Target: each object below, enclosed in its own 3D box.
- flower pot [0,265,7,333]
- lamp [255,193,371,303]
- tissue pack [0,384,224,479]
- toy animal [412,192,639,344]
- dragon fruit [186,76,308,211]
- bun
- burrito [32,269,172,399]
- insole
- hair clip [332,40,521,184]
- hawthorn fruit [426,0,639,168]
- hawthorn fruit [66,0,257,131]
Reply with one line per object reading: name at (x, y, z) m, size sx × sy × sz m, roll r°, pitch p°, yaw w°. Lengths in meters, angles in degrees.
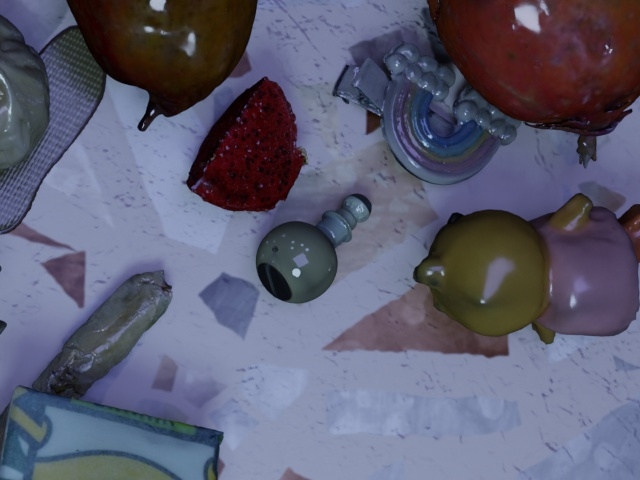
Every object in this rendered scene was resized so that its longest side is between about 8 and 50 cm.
flower pot at (-0.463, 0.002, 1.226) m, size 0.254 × 0.164 × 0.367 m, roll -36°, pitch 98°, yaw 20°
lamp at (0.000, 0.000, 1.442) m, size 0.091 × 0.091 × 0.163 m, roll 51°, pitch 57°, yaw -5°
tissue pack at (-0.225, 0.321, 1.254) m, size 0.228 × 0.128 × 0.311 m, roll 16°, pitch 57°, yaw -21°
toy animal at (0.236, 0.038, 1.459) m, size 0.281 × 0.169 × 0.195 m, roll 5°, pitch 117°, yaw -13°
dragon fruit at (-0.081, -0.087, 1.429) m, size 0.106 × 0.083 × 0.162 m, roll 38°, pitch 66°, yaw -22°
bun at (-0.349, -0.158, 1.314) m, size 0.183 × 0.102 × 0.183 m, roll 2°, pitch 88°, yaw -42°
burrito at (-0.228, 0.104, 1.379) m, size 0.058 × 0.045 × 0.188 m, roll 47°, pitch 72°, yaw -14°
insole at (-0.305, -0.120, 1.402) m, size 0.086 × 0.005 × 0.253 m, roll 28°, pitch 77°, yaw -11°
hair clip at (0.123, -0.142, 1.507) m, size 0.220 × 0.054 × 0.140 m, roll 31°, pitch 70°, yaw -14°
hawthorn fruit at (0.274, -0.231, 1.454) m, size 0.276 × 0.276 × 0.307 m, roll -27°, pitch 106°, yaw -17°
hawthorn fruit at (-0.170, -0.240, 1.368) m, size 0.208 × 0.208 × 0.248 m, roll -2°, pitch 101°, yaw -16°
